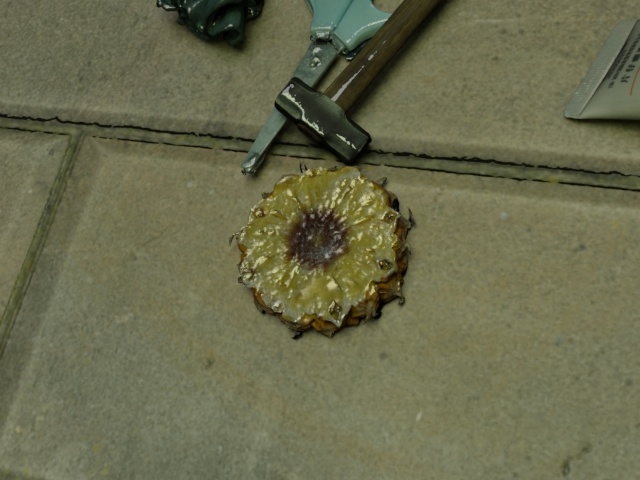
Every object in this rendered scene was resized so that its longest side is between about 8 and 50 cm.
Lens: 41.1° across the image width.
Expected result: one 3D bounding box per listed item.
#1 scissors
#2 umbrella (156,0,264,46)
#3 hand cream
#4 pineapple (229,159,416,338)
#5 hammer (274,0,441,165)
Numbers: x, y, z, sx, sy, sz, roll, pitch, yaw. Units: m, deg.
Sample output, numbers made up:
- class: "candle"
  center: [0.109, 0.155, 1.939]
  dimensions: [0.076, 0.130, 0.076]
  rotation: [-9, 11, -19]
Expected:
- class: "scissors"
  center: [0.002, -0.223, 1.019]
  dimensions: [0.191, 0.029, 0.360]
  rotation: [25, 75, 20]
- class: "umbrella"
  center: [-0.078, -0.406, 1.091]
  dimensions: [0.143, 0.094, 0.349]
  rotation: [26, 74, 20]
- class: "hand cream"
  center: [0.383, -0.157, 0.814]
  dimensions: [0.314, 0.089, 0.140]
  rotation: [23, 73, 50]
- class: "pineapple"
  center: [0.000, 0.000, 0.915]
  dimensions: [0.221, 0.047, 0.221]
  rotation: [-7, 65, 14]
- class: "hammer"
  center: [0.103, -0.253, 0.978]
  dimensions: [0.111, 0.043, 0.365]
  rotation: [39, 81, 3]
